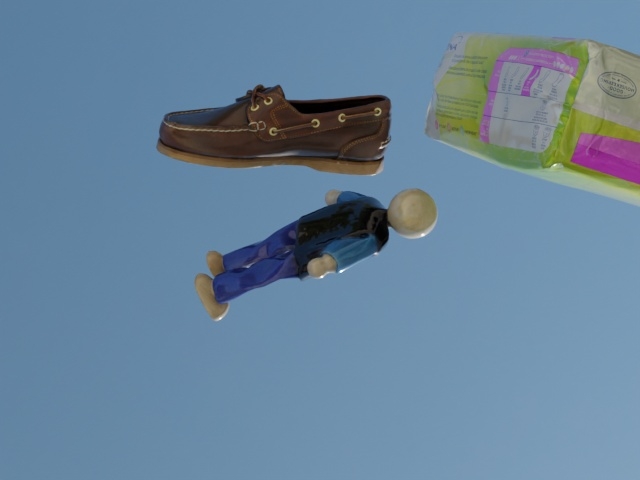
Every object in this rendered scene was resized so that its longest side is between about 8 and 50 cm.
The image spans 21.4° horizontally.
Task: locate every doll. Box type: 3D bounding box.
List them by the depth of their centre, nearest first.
[{"bbox_3d":[0.000,0.000,1.280,0.046,0.189,0.129,61,-156,-21],"label":"doll"}]

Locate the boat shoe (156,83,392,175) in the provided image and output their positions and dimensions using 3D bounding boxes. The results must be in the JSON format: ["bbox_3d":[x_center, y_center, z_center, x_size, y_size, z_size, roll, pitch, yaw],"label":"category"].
[{"bbox_3d":[-0.039,-0.103,1.484,0.207,0.073,0.073,0,-62,-15],"label":"boat shoe"}]

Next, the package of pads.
[{"bbox_3d":[0.222,-0.082,1.292,0.229,0.296,0.101,16,-87,-16],"label":"package of pads"}]
